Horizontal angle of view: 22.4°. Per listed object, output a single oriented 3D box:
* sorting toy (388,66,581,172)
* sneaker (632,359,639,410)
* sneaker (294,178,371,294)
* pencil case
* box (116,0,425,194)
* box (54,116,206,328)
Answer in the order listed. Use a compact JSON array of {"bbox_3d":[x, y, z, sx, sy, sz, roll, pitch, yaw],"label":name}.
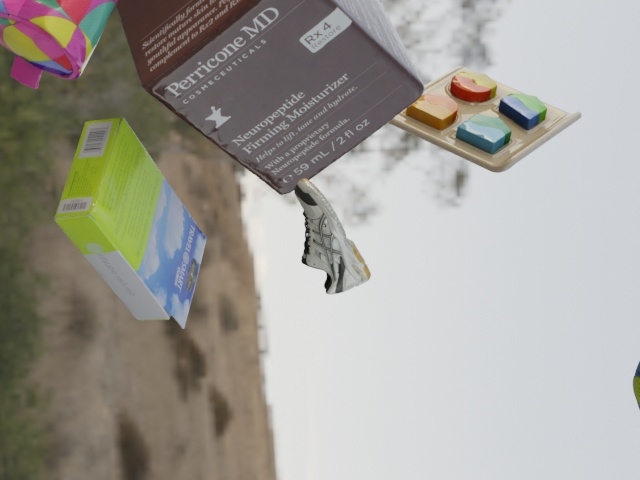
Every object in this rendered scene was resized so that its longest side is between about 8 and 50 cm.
[{"bbox_3d":[0.202,-0.164,2.062,0.208,0.193,0.038,24,-53,30],"label":"sorting toy"},{"bbox_3d":[0.276,0.062,1.137,0.067,0.078,0.188,29,-66,47],"label":"sneaker"},{"bbox_3d":[0.000,0.000,1.061,0.083,0.037,0.032,60,4,-17],"label":"sneaker"},{"bbox_3d":[-0.177,-0.235,1.219,0.236,0.104,0.104,-64,-177,-15],"label":"pencil case"},{"bbox_3d":[-0.048,-0.182,1.401,0.203,0.168,0.167,36,24,-45],"label":"box"},{"bbox_3d":[-0.162,-0.011,1.414,0.178,0.042,0.109,59,35,-47],"label":"box"}]
